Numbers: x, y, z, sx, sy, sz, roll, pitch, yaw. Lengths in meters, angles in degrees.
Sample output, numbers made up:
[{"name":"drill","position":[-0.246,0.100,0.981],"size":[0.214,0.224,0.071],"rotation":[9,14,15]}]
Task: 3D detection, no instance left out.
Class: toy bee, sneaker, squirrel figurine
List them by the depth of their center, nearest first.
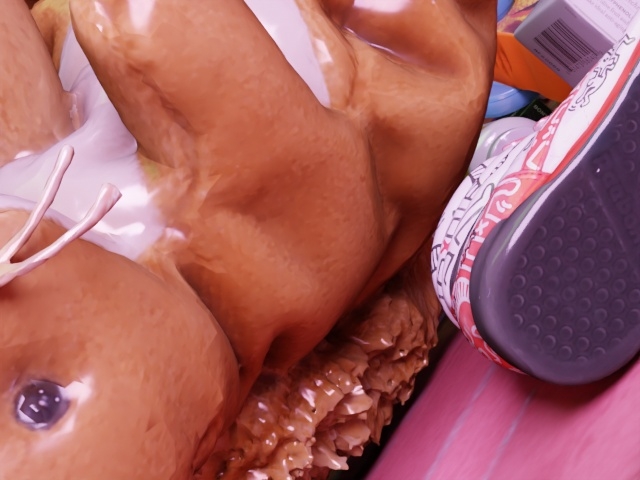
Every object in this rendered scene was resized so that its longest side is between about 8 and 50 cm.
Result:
[{"name":"sneaker","position":[0.146,-0.061,0.498],"size":[0.270,0.090,0.145],"rotation":[-51,6,-3]},{"name":"squirrel figurine","position":[-0.063,0.041,0.562],"size":[0.370,0.281,0.397],"rotation":[-71,-25,-43]},{"name":"toy bee","position":[0.137,-0.186,0.880],"size":[0.162,0.298,0.195],"rotation":[-48,-31,-21]}]

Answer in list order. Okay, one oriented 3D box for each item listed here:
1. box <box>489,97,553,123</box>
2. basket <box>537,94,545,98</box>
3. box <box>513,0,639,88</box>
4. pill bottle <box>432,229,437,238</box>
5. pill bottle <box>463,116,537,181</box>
[{"name":"box","position":[0.169,-0.091,1.126],"size":[0.116,0.029,0.162],"rotation":[-48,4,10]},{"name":"basket","position":[0.244,-0.361,1.281],"size":[0.331,0.266,0.328],"rotation":[-49,4,12]},{"name":"box","position":[0.185,-0.128,0.676],"size":[0.087,0.102,0.101],"rotation":[-51,3,-6]},{"name":"pill bottle","position":[0.000,0.000,0.939],"size":[0.181,0.181,0.323],"rotation":[-49,4,-16]},{"name":"pill bottle","position":[0.133,-0.054,0.830],"size":[0.065,0.065,0.116],"rotation":[-48,2,1]}]
